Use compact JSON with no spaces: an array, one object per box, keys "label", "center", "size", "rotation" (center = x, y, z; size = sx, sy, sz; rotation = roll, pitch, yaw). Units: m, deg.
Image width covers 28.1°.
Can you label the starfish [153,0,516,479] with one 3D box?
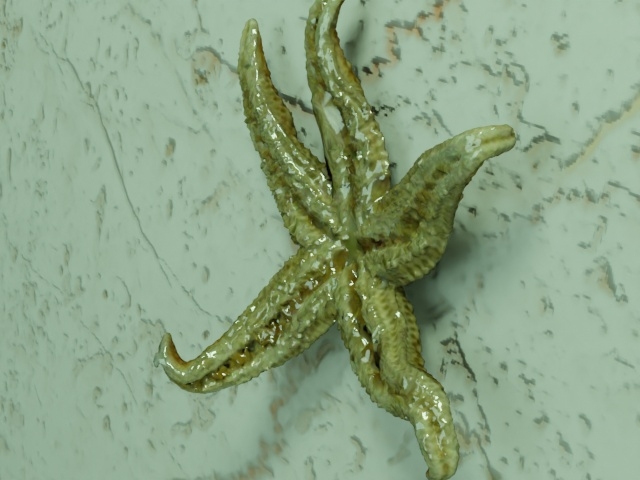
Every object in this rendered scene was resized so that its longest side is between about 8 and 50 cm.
[{"label":"starfish","center":[0.006,0.003,0.882],"size":[0.327,0.094,0.375],"rotation":[-54,49,25]}]
